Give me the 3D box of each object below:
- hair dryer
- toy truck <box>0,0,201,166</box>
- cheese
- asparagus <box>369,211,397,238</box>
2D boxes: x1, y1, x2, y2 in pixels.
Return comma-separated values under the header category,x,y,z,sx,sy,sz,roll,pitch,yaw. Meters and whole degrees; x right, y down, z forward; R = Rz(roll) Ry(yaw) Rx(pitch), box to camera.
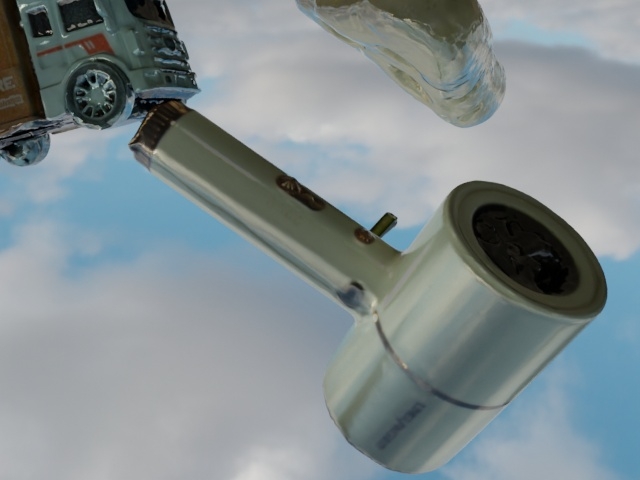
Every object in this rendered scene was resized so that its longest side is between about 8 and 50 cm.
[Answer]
category,x,y,z,sx,sy,sz,roll,pitch,yaw
hair dryer,0.000,0.000,0.597,0.362,0.203,0.128,35,-142,4
toy truck,-0.253,-0.164,0.690,0.338,0.184,0.133,-13,-174,14
cheese,0.151,-0.252,1.046,0.351,0.129,0.328,32,-174,-22
asparagus,0.080,-0.005,1.225,0.025,0.021,0.108,41,-110,12
